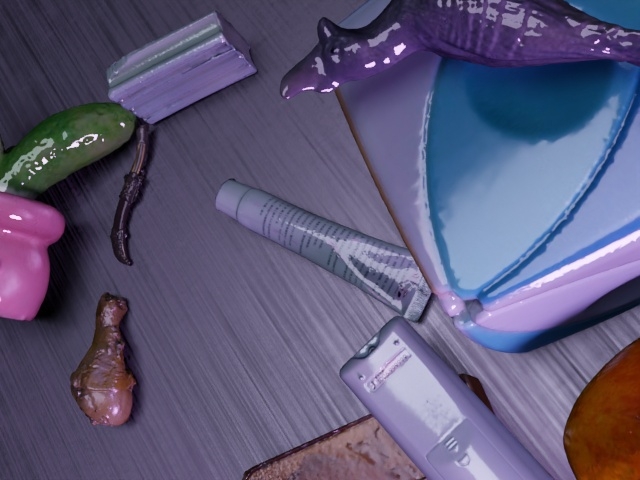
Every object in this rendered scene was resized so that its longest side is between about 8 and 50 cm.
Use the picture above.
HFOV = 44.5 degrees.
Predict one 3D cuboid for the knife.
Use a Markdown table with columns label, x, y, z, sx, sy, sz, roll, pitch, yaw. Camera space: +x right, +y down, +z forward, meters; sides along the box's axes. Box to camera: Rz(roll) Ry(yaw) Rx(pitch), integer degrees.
| label | x | y | z | sx | sy | sz | roll | pitch | yaw |
| --- | --- | --- | --- | --- | --- | --- | --- | --- | --- |
| knife | -0.292 | -0.073 | 1.199 | 0.045 | 0.021 | 0.222 | 4 | 82 | 24 |

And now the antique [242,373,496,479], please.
| label | x | y | z | sx | sy | sz | roll | pitch | yaw |
| --- | --- | --- | --- | --- | --- | --- | --- | --- | --- |
| antique | 0.060 | 0.263 | 0.938 | 0.310 | 0.087 | 0.093 | -27 | 70 | 13 |

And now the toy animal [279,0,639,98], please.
| label | x | y | z | sx | sy | sz | roll | pitch | yaw |
| --- | --- | --- | --- | --- | --- | --- | --- | --- | --- |
| toy animal | 0.159 | -0.198 | 0.634 | 0.367 | 0.081 | 0.206 | 5 | 75 | 16 |

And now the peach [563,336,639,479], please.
| label | x | y | z | sx | sy | sz | roll | pitch | yaw |
| --- | --- | --- | --- | --- | --- | --- | --- | --- | --- |
| peach | 0.367 | 0.192 | 0.732 | 0.281 | 0.281 | 0.238 | -1 | 78 | 22 |

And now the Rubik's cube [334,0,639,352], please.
| label | x | y | z | sx | sy | sz | roll | pitch | yaw |
| --- | --- | --- | --- | --- | --- | --- | --- | --- | --- |
| Rubik's cube | 0.245 | -0.105 | 0.810 | 0.351 | 0.352 | 0.347 | -28 | 69 | 11 |

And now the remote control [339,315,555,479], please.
| label | x | y | z | sx | sy | sz | roll | pitch | yaw |
| --- | --- | --- | --- | --- | --- | --- | --- | --- | --- |
| remote control | 0.142 | 0.216 | 0.843 | 0.103 | 0.051 | 0.293 | -45 | 66 | 6 |

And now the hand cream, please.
| label | x | y | z | sx | sy | sz | roll | pitch | yaw |
| --- | --- | --- | --- | --- | --- | --- | --- | --- | --- |
| hand cream | 0.000 | 0.000 | 1.043 | 0.331 | 0.058 | 0.085 | 25 | 85 | 25 |

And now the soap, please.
| label | x | y | z | sx | sy | sz | roll | pitch | yaw |
| --- | --- | --- | --- | --- | --- | --- | --- | --- | --- |
| soap | -0.208 | -0.254 | 1.162 | 0.198 | 0.114 | 0.063 | -22 | 69 | 14 |

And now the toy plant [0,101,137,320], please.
| label | x | y | z | sx | sy | sz | roll | pitch | yaw |
| --- | --- | --- | --- | --- | --- | --- | --- | --- | --- |
| toy plant | -0.463 | -0.055 | 1.179 | 0.317 | 0.210 | 0.356 | 10 | 74 | -10 |

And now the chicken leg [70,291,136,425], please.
| label | x | y | z | sx | sy | sz | roll | pitch | yaw |
| --- | --- | --- | --- | --- | --- | --- | --- | --- | --- |
| chicken leg | -0.311 | 0.167 | 1.124 | 0.085 | 0.069 | 0.198 | -10 | 66 | 18 |
